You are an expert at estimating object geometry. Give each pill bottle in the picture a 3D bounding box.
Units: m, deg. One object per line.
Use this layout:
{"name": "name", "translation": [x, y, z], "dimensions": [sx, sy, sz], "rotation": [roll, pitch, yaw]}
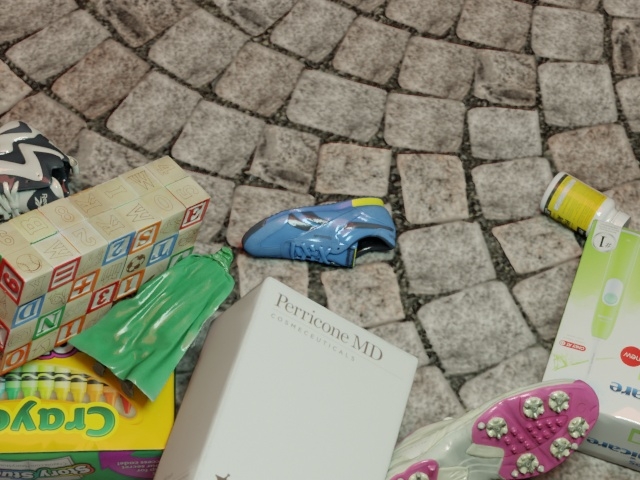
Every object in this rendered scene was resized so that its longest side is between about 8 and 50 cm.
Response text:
{"name": "pill bottle", "translation": [0.367, -0.042, 2.204], "dimensions": [0.116, 0.065, 0.065], "rotation": [31, 60, 18]}

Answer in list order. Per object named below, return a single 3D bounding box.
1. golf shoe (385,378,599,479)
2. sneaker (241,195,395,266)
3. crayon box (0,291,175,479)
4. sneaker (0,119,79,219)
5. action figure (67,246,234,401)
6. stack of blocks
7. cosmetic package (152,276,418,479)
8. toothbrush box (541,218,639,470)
{"name": "golf shoe", "translation": [0.187, 0.241, 1.931], "dimensions": [0.306, 0.115, 0.140], "rotation": [-27, 20, 0]}
{"name": "sneaker", "translation": [0.000, 0.000, 2.159], "dimensions": [0.209, 0.069, 0.082], "rotation": [-11, 60, -10]}
{"name": "crayon box", "translation": [-0.365, 0.148, 2.018], "dimensions": [0.363, 0.106, 0.313], "rotation": [-1, 55, -4]}
{"name": "sneaker", "translation": [-0.422, -0.055, 2.162], "dimensions": [0.153, 0.094, 0.235], "rotation": [24, 48, 24]}
{"name": "action figure", "translation": [-0.183, 0.089, 1.975], "dimensions": [0.137, 0.063, 0.232], "rotation": [35, 62, 16]}
{"name": "stack of blocks", "translation": [-0.285, 0.027, 1.936], "dimensions": [0.087, 0.171, 0.297], "rotation": [43, 45, 21]}
{"name": "cosmetic package", "translation": [-0.066, 0.299, 1.850], "dimensions": [0.230, 0.161, 0.453], "rotation": [29, 55, -16]}
{"name": "toothbrush box", "translation": [0.406, 0.139, 2.050], "dimensions": [0.206, 0.122, 0.283], "rotation": [18, 58, 10]}
